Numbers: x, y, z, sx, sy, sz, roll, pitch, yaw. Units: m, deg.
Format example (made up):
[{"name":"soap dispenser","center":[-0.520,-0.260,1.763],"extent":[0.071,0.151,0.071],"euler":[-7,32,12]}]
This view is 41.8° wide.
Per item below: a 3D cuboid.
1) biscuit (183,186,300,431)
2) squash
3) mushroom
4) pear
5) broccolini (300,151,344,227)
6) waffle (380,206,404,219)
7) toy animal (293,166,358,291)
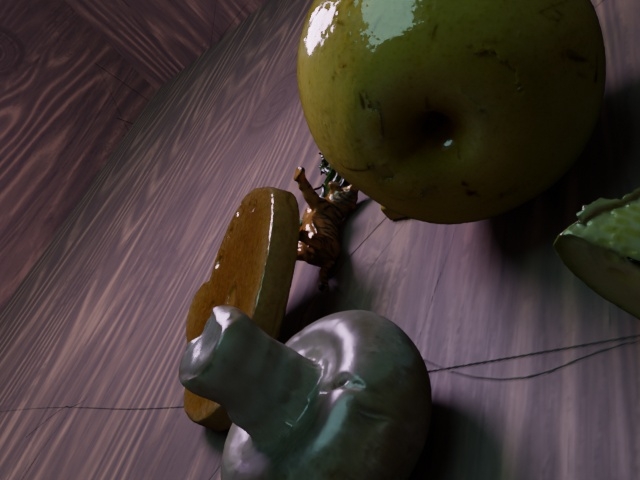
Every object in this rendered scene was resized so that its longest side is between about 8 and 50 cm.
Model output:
[{"name":"biscuit","center":[-0.115,0.096,1.165],"extent":[0.287,0.057,0.343],"euler":[-30,44,57]},{"name":"squash","center":[0.327,-0.047,0.688],"extent":[0.169,0.093,0.252],"euler":[30,71,21]},{"name":"mushroom","center":[-0.024,0.155,0.799],"extent":[0.243,0.243,0.243],"euler":[-37,24,19]},{"name":"pear","center":[0.143,-0.182,0.932],"extent":[0.348,0.348,0.348],"euler":[-37,24,19]},{"name":"broccolini","center":[-0.022,-0.071,1.417],"extent":[0.271,0.062,0.123],"euler":[-50,13,-4]},{"name":"waffle","center":[0.171,-0.086,1.134],"extent":[0.191,0.032,0.125],"euler":[-10,39,52]},{"name":"toy animal","center":[-0.004,0.005,1.219],"extent":[0.114,0.116,0.255],"euler":[-55,22,32]}]
